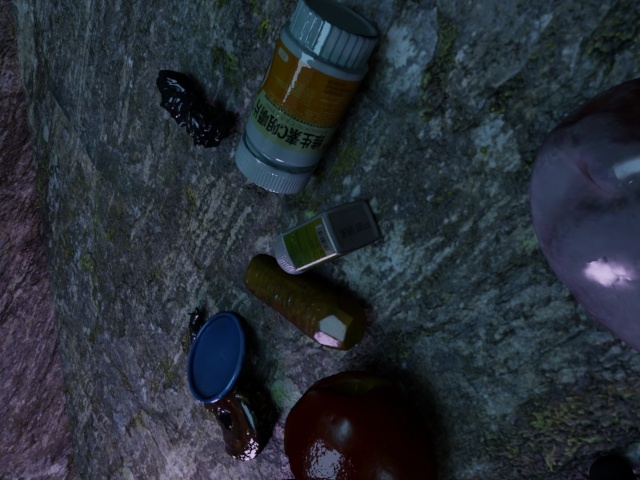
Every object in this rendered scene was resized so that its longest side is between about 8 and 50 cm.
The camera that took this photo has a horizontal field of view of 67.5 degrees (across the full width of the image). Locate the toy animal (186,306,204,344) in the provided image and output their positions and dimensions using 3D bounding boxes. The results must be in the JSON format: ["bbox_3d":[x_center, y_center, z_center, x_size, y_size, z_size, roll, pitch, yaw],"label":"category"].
[{"bbox_3d":[-0.361,0.252,1.395,0.065,0.047,0.136,28,127,44],"label":"toy animal"}]

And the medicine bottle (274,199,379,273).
[{"bbox_3d":[0.000,0.000,0.915,0.188,0.132,0.088,-25,87,46],"label":"medicine bottle"}]

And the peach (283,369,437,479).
[{"bbox_3d":[0.076,0.420,0.894,0.280,0.281,0.339,4,106,42],"label":"peach"}]

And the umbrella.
[{"bbox_3d":[-0.313,-0.314,1.131,0.110,0.122,0.272,-45,59,-5],"label":"umbrella"}]

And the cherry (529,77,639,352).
[{"bbox_3d":[0.370,-0.019,0.455,0.326,0.291,0.335,13,128,22],"label":"cherry"}]

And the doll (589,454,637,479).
[{"bbox_3d":[0.431,0.375,0.634,0.234,0.135,0.144,-40,73,47],"label":"doll"}]

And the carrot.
[{"bbox_3d":[-0.037,0.127,1.006,0.301,0.114,0.114,25,120,38],"label":"carrot"}]

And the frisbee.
[{"bbox_3d":[-0.271,0.310,1.275,0.242,0.045,0.242,-24,54,37],"label":"frisbee"}]

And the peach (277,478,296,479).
[{"bbox_3d":[-0.062,0.743,1.096,0.371,0.290,0.373,3,111,8],"label":"peach"}]

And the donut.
[{"bbox_3d":[-0.213,0.465,1.291,0.230,0.095,0.216,51,128,19],"label":"donut"}]

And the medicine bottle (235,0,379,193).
[{"bbox_3d":[-0.031,-0.249,0.846,0.158,0.158,0.318,48,130,21],"label":"medicine bottle"}]
